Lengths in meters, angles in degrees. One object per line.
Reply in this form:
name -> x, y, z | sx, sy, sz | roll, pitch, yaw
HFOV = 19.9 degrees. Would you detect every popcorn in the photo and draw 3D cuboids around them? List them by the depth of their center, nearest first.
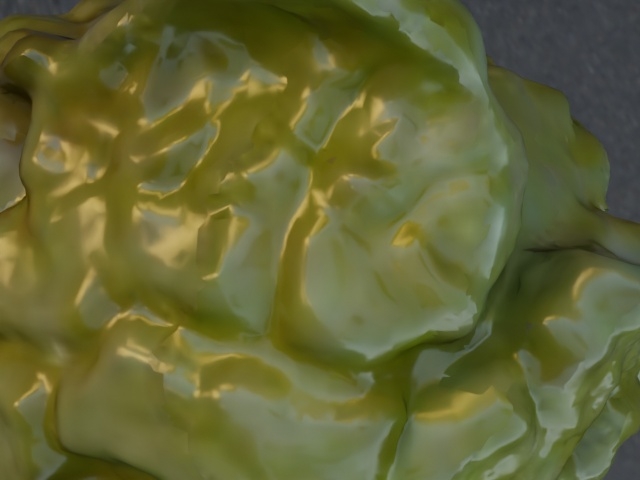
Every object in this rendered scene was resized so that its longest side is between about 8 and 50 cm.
popcorn -> -0.003, 0.026, 0.644 | 0.293, 0.293, 0.237 | 6, 83, -17
